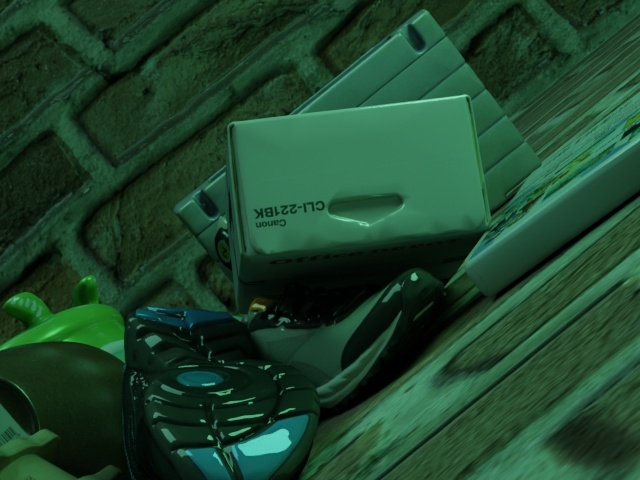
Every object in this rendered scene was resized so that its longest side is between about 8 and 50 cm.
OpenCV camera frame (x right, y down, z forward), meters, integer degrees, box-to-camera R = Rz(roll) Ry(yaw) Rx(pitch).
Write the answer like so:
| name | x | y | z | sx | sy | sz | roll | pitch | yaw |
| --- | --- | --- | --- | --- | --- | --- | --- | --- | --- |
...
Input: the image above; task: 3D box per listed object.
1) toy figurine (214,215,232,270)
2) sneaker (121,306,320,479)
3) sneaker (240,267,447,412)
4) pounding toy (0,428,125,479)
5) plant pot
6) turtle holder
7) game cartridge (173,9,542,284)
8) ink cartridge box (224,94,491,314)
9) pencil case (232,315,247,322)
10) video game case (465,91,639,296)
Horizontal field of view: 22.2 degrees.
| name | x | y | z | sx | sy | sz | roll | pitch | yaw |
| --- | --- | --- | --- | --- | --- | --- | --- | --- | --- |
| toy figurine | 0.000 | 0.000 | 1.671 | 0.148 | 0.209 | 0.213 | -55 | 8 | 0 |
| sneaker | -0.079 | 0.151 | 1.206 | 0.125 | 0.139 | 0.341 | 3 | 11 | -11 |
| sneaker | -0.002 | 0.077 | 1.296 | 0.100 | 0.108 | 0.271 | -38 | 2 | -37 |
| pounding toy | -0.213 | 0.252 | 1.227 | 0.154 | 0.155 | 0.269 | -64 | -11 | 6 |
| plant pot | -0.270 | 0.184 | 1.475 | 0.215 | 0.215 | 0.230 | -39 | -12 | -1 |
| turtle holder | -0.276 | 0.199 | 1.758 | 0.243 | 0.227 | 0.320 | -37 | -11 | -6 |
| game cartridge | 0.045 | -0.058 | 1.808 | 0.355 | 0.230 | 0.068 | -38 | 15 | -1 |
| ink cartridge box | 0.021 | -0.023 | 1.375 | 0.197 | 0.114 | 0.273 | -7 | -11 | -5 |
| pencil case | -0.129 | 0.161 | 2.078 | 0.104 | 0.104 | 0.236 | -39 | 4 | 10 |
| video game case | 0.274 | -0.098 | 1.271 | 0.329 | 0.036 | 0.300 | -37 | 2 | 23 |
